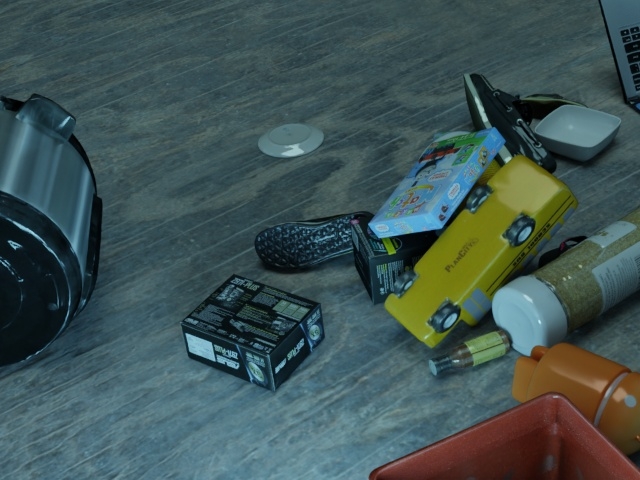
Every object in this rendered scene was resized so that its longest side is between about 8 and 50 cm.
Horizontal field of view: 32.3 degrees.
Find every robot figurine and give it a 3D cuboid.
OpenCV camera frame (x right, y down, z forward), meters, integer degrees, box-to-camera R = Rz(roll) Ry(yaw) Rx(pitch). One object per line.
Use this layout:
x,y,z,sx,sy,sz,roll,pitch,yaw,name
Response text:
0.378,0.221,1.548,0.219,0.158,0.128,23,85,36,robot figurine

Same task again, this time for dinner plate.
-0.063,-0.218,2.337,0.141,0.017,0.141,-5,34,3,dinner plate

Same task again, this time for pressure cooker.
-0.564,-0.043,1.873,0.369,0.376,0.420,-10,36,1,pressure cooker

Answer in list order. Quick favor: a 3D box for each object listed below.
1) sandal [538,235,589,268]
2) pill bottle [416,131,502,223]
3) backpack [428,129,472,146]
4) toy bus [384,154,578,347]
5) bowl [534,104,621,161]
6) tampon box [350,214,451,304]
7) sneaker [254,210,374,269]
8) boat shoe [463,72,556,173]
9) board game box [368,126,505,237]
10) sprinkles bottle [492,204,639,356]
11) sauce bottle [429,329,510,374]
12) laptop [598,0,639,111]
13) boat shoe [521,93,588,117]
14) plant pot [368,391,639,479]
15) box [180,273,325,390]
0.452,0.012,1.902,0.179,0.040,0.067,-19,37,-16,sandal
0.279,-0.068,1.947,0.136,0.136,0.246,-18,49,-15,pill bottle
0.267,-0.165,2.137,0.114,0.084,0.105,-2,25,5,backpack
0.256,0.022,1.763,0.333,0.130,0.108,-50,58,1,toy bus
0.509,-0.209,2.190,0.142,0.053,0.142,22,46,34,bowl
0.146,0.019,1.893,0.161,0.101,0.120,-14,36,-9,tampon box
0.000,0.000,1.992,0.234,0.084,0.097,-9,2,4,sneaker
0.370,-0.228,2.166,0.113,0.127,0.340,-18,38,2,boat shoe
0.192,-0.094,1.823,0.160,0.039,0.211,-10,37,54,board game box
0.441,0.056,1.774,0.355,0.121,0.121,-27,40,-27,sprinkles bottle
0.230,0.175,1.712,0.128,0.042,0.042,-16,36,-14,sauce bottle
0.827,-0.395,2.251,0.381,0.408,0.236,-16,3,-13,laptop
0.487,-0.282,2.294,0.152,0.056,0.049,13,45,27,boat shoe
0.236,0.380,1.258,0.267,0.236,0.267,-20,37,-18,plant pot
-0.109,0.145,1.782,0.180,0.078,0.147,17,42,29,box
